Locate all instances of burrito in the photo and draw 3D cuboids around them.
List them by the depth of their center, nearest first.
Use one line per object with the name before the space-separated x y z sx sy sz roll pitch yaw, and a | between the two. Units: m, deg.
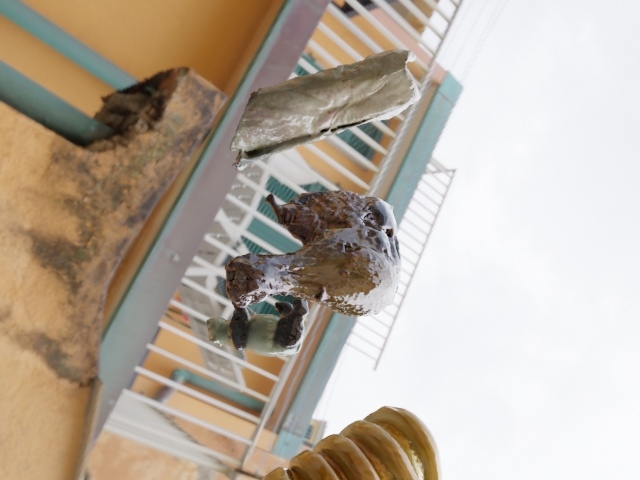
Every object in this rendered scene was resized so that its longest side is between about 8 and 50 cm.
burrito | -0.003 -0.092 0.478 0.149 0.055 0.041 -15 -150 17

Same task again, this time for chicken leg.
chicken leg | 0.011 0.007 0.755 0.322 0.178 0.082 -71 -174 -64

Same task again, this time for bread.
bread | 0.044 0.346 0.943 0.311 0.172 0.121 -25 -171 -29

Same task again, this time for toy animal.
toy animal | -0.134 0.178 1.439 0.225 0.094 0.121 4 -106 10
